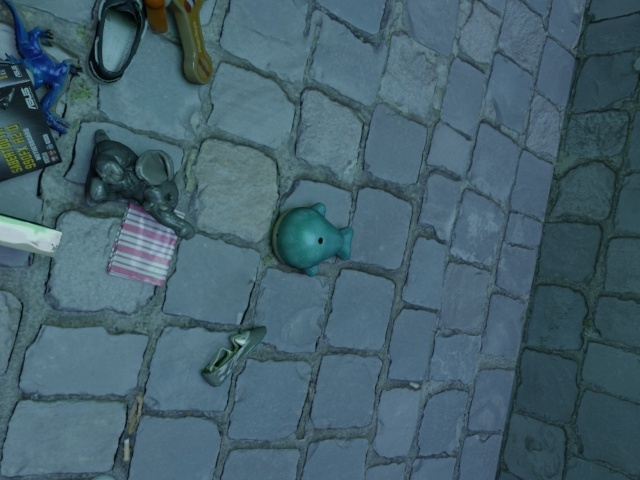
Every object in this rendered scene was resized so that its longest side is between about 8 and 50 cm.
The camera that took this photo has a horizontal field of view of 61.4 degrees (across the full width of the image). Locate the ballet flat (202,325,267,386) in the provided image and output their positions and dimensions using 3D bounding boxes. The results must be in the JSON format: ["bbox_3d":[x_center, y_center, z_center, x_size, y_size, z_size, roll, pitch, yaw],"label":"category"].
[{"bbox_3d":[-0.230,0.295,1.443,0.213,0.072,0.068,-48,113,-22],"label":"ballet flat"}]

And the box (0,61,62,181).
[{"bbox_3d":[-0.617,-0.210,1.022,0.183,0.231,0.056,-25,65,-24],"label":"box"}]

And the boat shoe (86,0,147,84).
[{"bbox_3d":[-0.437,-0.496,1.202,0.115,0.091,0.302,11,88,-36],"label":"boat shoe"}]

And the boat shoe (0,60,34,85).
[{"bbox_3d":[-0.700,-0.328,0.998,0.302,0.108,0.102,-4,88,-11],"label":"boat shoe"}]

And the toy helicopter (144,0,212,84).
[{"bbox_3d":[-0.318,-0.532,1.238,0.235,0.140,0.354,-56,145,-52],"label":"toy helicopter"}]

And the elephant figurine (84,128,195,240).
[{"bbox_3d":[-0.400,-0.125,1.230,0.240,0.169,0.185,11,102,-30],"label":"elephant figurine"}]

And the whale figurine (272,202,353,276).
[{"bbox_3d":[0.000,0.000,1.532,0.272,0.141,0.216,9,89,-36],"label":"whale figurine"}]

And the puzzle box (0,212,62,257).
[{"bbox_3d":[-0.697,-0.056,0.951,0.409,0.272,0.052,19,83,-35],"label":"puzzle box"}]

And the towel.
[{"bbox_3d":[-0.418,0.003,1.304,0.144,0.029,0.196,20,83,-36],"label":"towel"}]

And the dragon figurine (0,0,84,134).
[{"bbox_3d":[-0.596,-0.358,1.106,0.144,0.085,0.289,-48,120,-22],"label":"dragon figurine"}]

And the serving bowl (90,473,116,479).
[{"bbox_3d":[-0.524,0.607,1.290,0.084,0.027,0.083,-5,98,-34],"label":"serving bowl"}]
